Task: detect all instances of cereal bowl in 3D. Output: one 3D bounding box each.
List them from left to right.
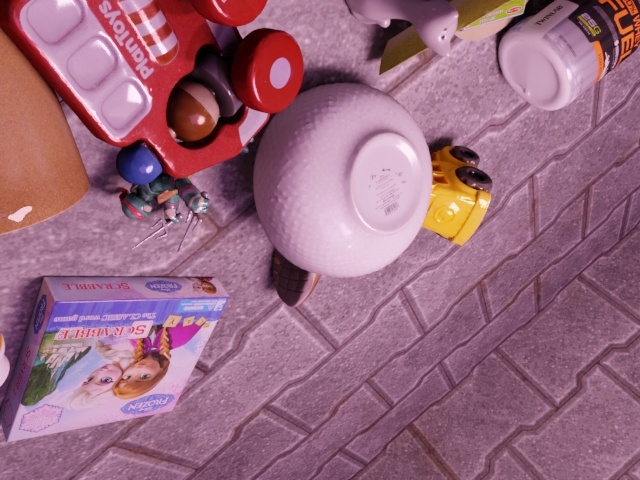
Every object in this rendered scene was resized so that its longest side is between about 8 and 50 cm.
[{"bbox_3d":[0.068,-0.097,0.901,0.339,0.141,0.338,-5,98,-36],"label":"cereal bowl"}]

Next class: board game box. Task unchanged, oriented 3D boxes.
[{"bbox_3d":[-0.366,0.207,0.980,0.319,0.066,0.317,4,124,-45],"label":"board game box"}]

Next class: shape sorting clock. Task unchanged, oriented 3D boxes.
[{"bbox_3d":[0.310,-0.458,0.969,0.206,0.040,0.206,-20,139,-18],"label":"shape sorting clock"}]

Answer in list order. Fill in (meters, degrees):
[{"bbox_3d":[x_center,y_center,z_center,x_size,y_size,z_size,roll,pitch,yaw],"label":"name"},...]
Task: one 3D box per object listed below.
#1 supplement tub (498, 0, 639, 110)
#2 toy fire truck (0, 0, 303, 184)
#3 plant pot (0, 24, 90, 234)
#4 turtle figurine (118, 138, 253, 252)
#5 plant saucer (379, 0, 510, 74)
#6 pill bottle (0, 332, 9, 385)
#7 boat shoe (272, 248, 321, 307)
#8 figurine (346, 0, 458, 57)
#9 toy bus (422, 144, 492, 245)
[{"bbox_3d":[0.535,-0.425,1.084,0.316,0.193,0.193,-39,143,-6],"label":"supplement tub"},{"bbox_3d":[-0.172,-0.201,0.613,0.253,0.170,0.302,-52,146,-21],"label":"toy fire truck"},{"bbox_3d":[-0.367,-0.155,0.515,0.237,0.237,0.254,-16,122,-31],"label":"plant pot"},{"bbox_3d":[-0.204,-0.083,0.786,0.234,0.175,0.118,-47,114,-13],"label":"turtle figurine"},{"bbox_3d":[0.200,-0.353,0.880,0.188,0.188,0.045,-36,104,-27],"label":"plant saucer"},{"bbox_3d":[-0.513,0.131,0.727,0.117,0.117,0.214,-28,142,-19],"label":"pill bottle"},{"bbox_3d":[0.000,0.000,1.075,0.117,0.123,0.324,-8,133,-41],"label":"boat shoe"},{"bbox_3d":[0.120,-0.375,0.734,0.092,0.209,0.214,-29,142,-17],"label":"figurine"},{"bbox_3d":[0.225,-0.117,1.141,0.212,0.220,0.149,12,128,-10],"label":"toy bus"}]
